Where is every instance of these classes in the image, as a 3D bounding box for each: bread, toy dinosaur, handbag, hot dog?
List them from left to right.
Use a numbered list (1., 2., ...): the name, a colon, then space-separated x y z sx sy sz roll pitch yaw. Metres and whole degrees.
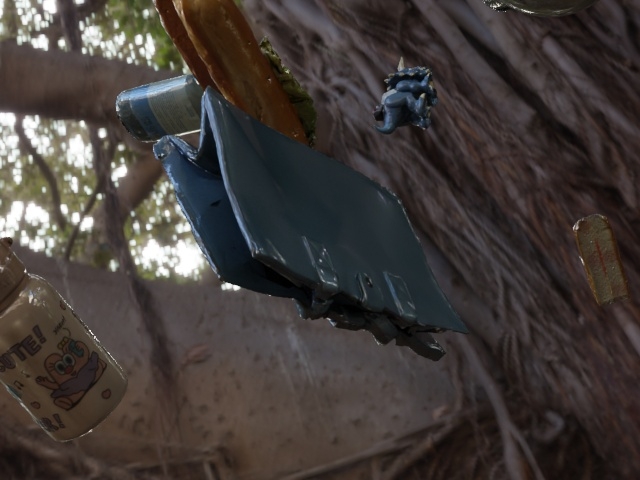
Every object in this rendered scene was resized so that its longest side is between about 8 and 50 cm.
1. hot dog: -0.097 -0.212 1.331 0.100 0.135 0.337 -42 -57 -15
2. handbag: 0.000 0.000 0.665 0.057 0.144 0.221 -42 -38 19
3. toy dinosaur: 0.070 -0.117 0.852 0.047 0.083 0.030 2 -40 23
4. bread: 0.312 0.014 1.139 0.043 0.062 0.109 -18 -73 12

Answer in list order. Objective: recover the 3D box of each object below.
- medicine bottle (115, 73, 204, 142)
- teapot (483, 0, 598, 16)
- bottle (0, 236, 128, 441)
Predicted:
1. medicine bottle: -0.192 -0.196 1.468 0.208 0.054 0.090 -9 -48 24
2. teapot: 0.267 -0.359 1.181 0.193 0.129 0.294 37 -43 -1
3. bottle: -0.288 0.095 0.977 0.097 0.110 0.209 -5 -53 48
